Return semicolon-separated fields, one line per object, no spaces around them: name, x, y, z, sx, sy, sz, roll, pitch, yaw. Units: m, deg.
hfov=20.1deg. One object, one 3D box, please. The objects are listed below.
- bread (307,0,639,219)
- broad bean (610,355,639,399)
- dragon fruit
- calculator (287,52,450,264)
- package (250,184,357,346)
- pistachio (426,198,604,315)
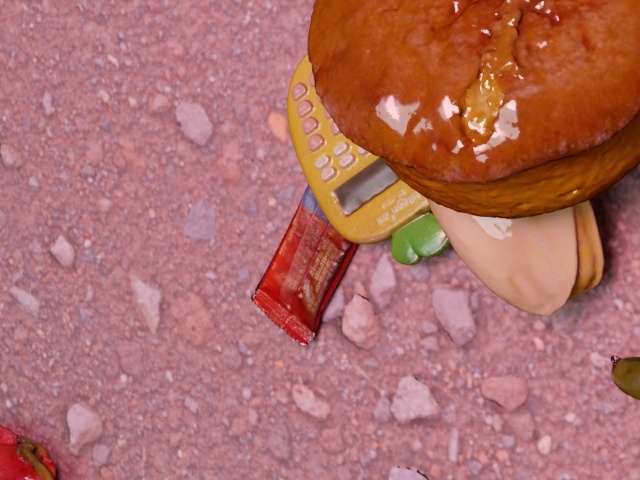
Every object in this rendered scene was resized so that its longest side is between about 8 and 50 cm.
bread;0.149;-0.157;1.441;0.312;0.172;0.312;-10;58;15
broad bean;0.315;0.062;1.484;0.070;0.048;0.213;51;126;19
dragon fruit;-0.368;0.288;1.981;0.172;0.160;0.166;-3;54;34
calculator;0.050;-0.083;1.662;0.146;0.032;0.235;-35;73;26
package;0.000;0.000;1.731;0.083;0.022;0.200;38;116;25
pistachio;0.162;-0.034;1.538;0.200;0.117;0.145;62;149;16
